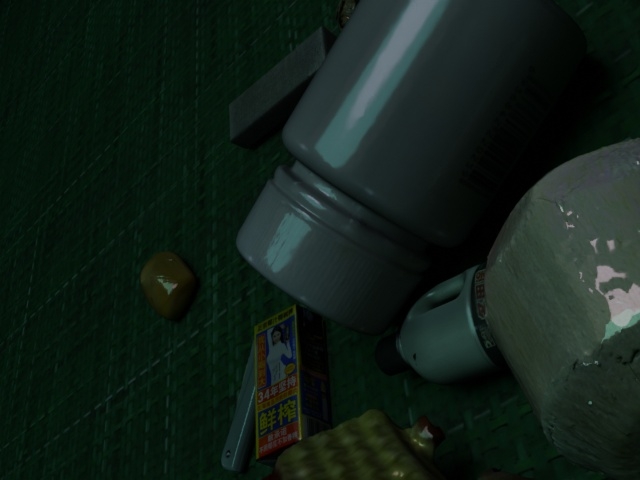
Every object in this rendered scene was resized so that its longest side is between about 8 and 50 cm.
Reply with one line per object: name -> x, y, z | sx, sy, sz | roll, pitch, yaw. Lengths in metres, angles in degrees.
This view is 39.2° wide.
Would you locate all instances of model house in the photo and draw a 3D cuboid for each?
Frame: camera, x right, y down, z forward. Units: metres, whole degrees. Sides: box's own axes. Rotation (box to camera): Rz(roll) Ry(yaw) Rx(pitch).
model house -> 0.027, 0.264, 0.716 | 0.254, 0.160, 0.196 | -48, 25, 1

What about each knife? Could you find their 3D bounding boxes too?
knife -> -0.085, 0.190, 1.055 | 0.044, 0.023, 0.162 | -5, 64, 49

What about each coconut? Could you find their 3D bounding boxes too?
coconut -> 0.216, 0.035, 0.598 | 0.224, 0.224, 0.234 | -39, 39, 32

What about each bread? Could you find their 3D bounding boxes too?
bread -> -0.226, 0.060, 1.295 | 0.082, 0.056, 0.115 | -56, 35, 12

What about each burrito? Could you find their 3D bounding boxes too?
burrito -> 0.062, -0.345, 1.189 | 0.041, 0.055, 0.149 | 33, 94, 25

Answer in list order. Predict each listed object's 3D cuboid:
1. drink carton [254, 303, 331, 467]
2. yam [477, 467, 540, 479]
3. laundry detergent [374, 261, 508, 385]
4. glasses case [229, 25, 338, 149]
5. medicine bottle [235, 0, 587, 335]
drink carton -> -0.031, 0.159, 0.977 | 0.071, 0.056, 0.166 | -28, 48, 30
yam -> 0.213, 0.206, 0.632 | 0.264, 0.046, 0.046 | -1, 68, 54
laundry detergent -> 0.137, 0.073, 0.800 | 0.225, 0.070, 0.099 | -29, 55, 41
glasses case -> -0.048, -0.206, 1.245 | 0.205, 0.047, 0.071 | -32, 49, 37
medicine bottle -> 0.077, -0.095, 0.864 | 0.340, 0.208, 0.208 | -58, 35, 9
